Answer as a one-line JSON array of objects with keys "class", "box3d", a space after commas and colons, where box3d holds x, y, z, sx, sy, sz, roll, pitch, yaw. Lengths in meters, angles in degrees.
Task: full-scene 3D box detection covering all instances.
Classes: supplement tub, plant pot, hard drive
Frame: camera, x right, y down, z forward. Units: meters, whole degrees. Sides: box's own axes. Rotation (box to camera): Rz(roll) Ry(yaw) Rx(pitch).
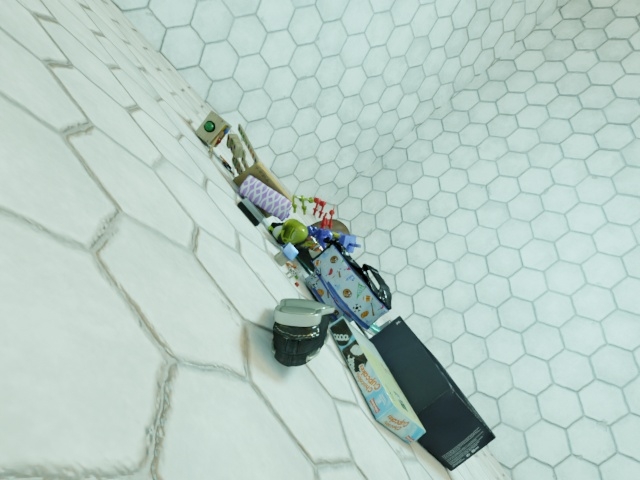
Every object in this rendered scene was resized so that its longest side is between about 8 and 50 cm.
[{"class": "supplement tub", "box3d": [-0.013, 0.063, 1.747, 0.198, 0.106, 0.106, 49, 5, -14]}, {"class": "plant pot", "box3d": [0.000, 0.000, 1.957, 0.215, 0.215, 0.230, 52, 20, 18]}, {"class": "hard drive", "box3d": [-0.230, -0.095, 1.400, 0.094, 0.022, 0.135, 50, 5, -10]}]

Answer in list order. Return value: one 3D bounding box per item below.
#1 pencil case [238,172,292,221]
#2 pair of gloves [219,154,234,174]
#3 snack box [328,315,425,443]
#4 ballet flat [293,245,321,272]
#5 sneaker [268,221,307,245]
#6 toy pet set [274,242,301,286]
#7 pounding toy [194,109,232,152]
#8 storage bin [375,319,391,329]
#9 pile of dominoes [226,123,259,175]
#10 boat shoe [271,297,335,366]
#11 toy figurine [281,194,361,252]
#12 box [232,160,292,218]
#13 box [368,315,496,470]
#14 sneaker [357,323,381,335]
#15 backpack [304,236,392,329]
[{"class": "pencil case", "box3d": [-0.197, -0.150, 1.519, 0.206, 0.086, 0.088, 34, -22, -2]}, {"class": "pair of gloves", "box3d": [-0.377, -0.303, 1.702, 0.074, 0.010, 0.083, 49, 7, -41]}, {"class": "snack box", "box3d": [0.145, 0.366, 1.142, 0.187, 0.060, 0.322, 47, 6, -36]}, {"class": "ballet flat", "box3d": [0.006, 0.109, 1.618, 0.280, 0.096, 0.095, 51, 6, 3]}, {"class": "sneaker", "box3d": [-0.114, -0.040, 1.575, 0.097, 0.084, 0.234, 40, 13, 18]}, {"class": "toy pet set", "box3d": [-0.082, 0.065, 1.293, 0.114, 0.065, 0.122, 50, 4, -14]}, {"class": "pounding toy", "box3d": [-0.410, -0.414, 1.637, 0.100, 0.130, 0.141, 38, 5, -4]}, {"class": "storage bin", "box3d": [0.321, 0.439, 2.106, 0.098, 0.091, 0.135, 52, 4, 15]}, {"class": "pile of dominoes", "box3d": [-0.312, -0.312, 1.644, 0.251, 0.040, 0.196, 61, -35, 35]}, {"class": "boat shoe", "box3d": [-0.037, 0.166, 0.811, 0.114, 0.091, 0.302, 7, -3, 11]}, {"class": "toy figurine", "box3d": [0.045, -0.033, 1.509, 0.217, 0.191, 0.362, 22, 5, 25]}, {"class": "box", "box3d": [-0.214, -0.184, 1.577, 0.201, 0.164, 0.021, 49, 46, -20]}, {"class": "box", "box3d": [0.325, 0.469, 1.334, 0.312, 0.179, 0.343, 49, 4, -28]}, {"class": "sneaker", "box3d": [0.178, 0.289, 1.777, 0.275, 0.110, 0.107, 53, 5, 22]}, {"class": "backpack", "box3d": [0.095, 0.161, 1.380, 0.276, 0.213, 0.263, 38, 4, -44]}]
